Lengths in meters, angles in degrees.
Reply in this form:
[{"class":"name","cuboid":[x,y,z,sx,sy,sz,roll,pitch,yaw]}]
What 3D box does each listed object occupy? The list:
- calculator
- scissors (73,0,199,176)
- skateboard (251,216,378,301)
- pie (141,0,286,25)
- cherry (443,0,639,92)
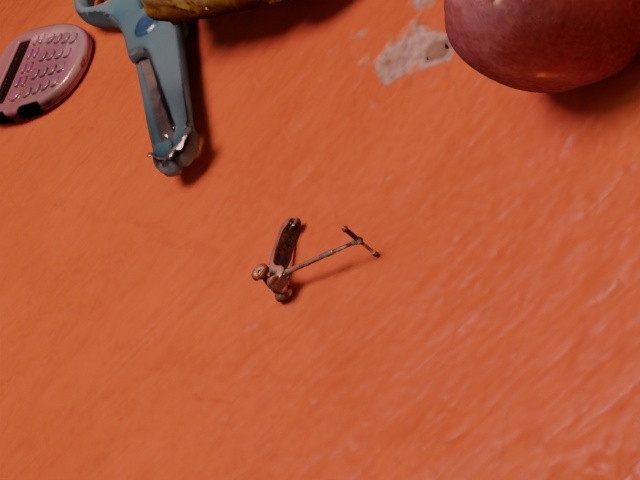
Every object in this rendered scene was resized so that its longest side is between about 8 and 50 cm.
[{"class":"calculator","cuboid":[-0.273,-0.156,1.324,0.166,0.024,0.103,-4,59,43]},{"class":"scissors","cuboid":[-0.132,-0.184,1.187,0.180,0.032,0.393,-38,38,20]},{"class":"skateboard","cuboid":[0.000,0.000,0.903,0.083,0.032,0.064,-21,37,39]},{"class":"pie","cuboid":[-0.042,-0.316,1.125,0.288,0.103,0.354,-29,42,17]},{"class":"cherry","cuboid":[0.127,-0.126,0.806,0.126,0.087,0.106,-18,1,-20]}]
